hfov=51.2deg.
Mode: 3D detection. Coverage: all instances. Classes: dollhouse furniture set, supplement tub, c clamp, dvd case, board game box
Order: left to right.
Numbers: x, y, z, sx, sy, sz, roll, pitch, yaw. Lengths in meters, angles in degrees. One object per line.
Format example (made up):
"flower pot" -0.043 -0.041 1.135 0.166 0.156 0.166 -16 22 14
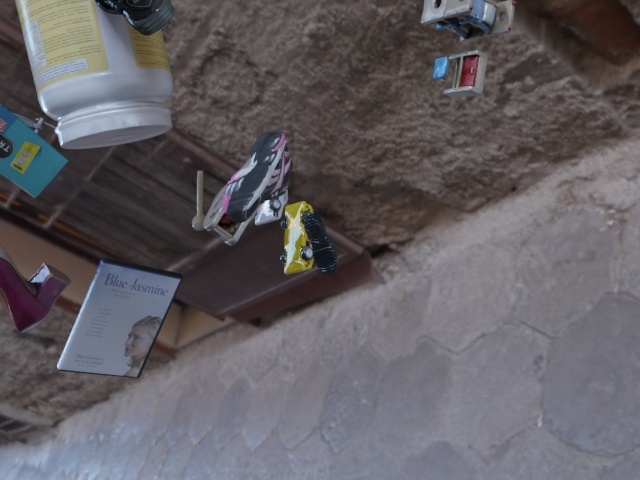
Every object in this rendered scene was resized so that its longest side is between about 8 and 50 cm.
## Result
"board game box" -0.536 -0.214 0.895 0.254 0.336 0.079 32 79 26
"c clamp" -0.680 -0.232 1.531 0.022 0.137 0.160 -37 33 45
"supplement tub" -0.405 -0.349 1.214 0.241 0.241 0.331 -4 99 64
"dvd case" -0.408 0.165 1.372 0.022 0.180 0.253 36 104 48
"dollhouse furniture set" 0.284 -0.393 1.320 0.129 0.129 0.183 7 88 54

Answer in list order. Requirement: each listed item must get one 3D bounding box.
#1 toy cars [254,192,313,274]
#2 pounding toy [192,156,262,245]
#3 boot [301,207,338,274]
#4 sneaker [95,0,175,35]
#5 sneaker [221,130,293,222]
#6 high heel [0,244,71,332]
"toy cars" -0.088 -0.068 1.830 0.176 0.087 0.393 -56 45 25
"pounding toy" -0.229 -0.099 1.589 0.269 0.155 0.154 -44 23 23
"boot" 0.000 0.001 1.290 0.045 0.121 0.099 -23 8 4
"sneaker" -0.308 -0.395 0.991 0.087 0.130 0.227 -40 45 -5
"sneaker" -0.082 -0.088 1.029 0.072 0.077 0.178 -2 45 36
"high heel" -0.763 0.090 1.517 0.181 0.377 0.127 -49 44 0
